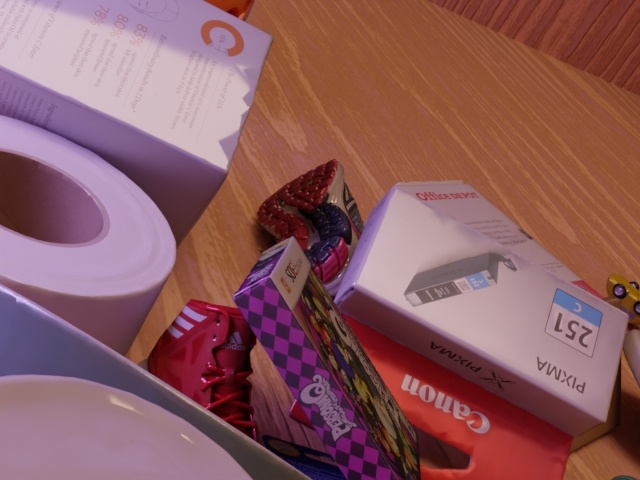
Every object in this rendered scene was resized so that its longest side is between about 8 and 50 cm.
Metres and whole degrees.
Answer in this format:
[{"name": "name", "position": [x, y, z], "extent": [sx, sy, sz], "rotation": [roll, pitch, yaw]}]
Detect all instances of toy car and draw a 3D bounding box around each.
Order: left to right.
[{"name": "toy car", "position": [0.559, 0.159, 1.704], "extent": [0.225, 0.053, 0.239], "rotation": [19, 27, -25]}]

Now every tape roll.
[{"name": "tape roll", "position": [-0.276, -0.002, 0.978], "extent": [0.286, 0.100, 0.286], "rotation": [26, 24, -13]}]

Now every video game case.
[{"name": "video game case", "position": [0.013, 0.115, 0.944], "extent": [0.232, 0.042, 0.210], "rotation": [58, 8, -5]}]

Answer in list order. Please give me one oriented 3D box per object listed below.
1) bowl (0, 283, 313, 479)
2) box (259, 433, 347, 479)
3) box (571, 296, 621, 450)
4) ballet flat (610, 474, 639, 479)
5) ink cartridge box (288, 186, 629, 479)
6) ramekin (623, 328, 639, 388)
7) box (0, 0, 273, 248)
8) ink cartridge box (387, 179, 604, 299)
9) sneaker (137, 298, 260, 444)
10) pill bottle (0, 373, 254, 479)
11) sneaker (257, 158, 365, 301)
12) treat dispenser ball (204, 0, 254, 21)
[{"name": "bowl", "position": [-0.127, 0.167, 0.648], "extent": [0.312, 0.163, 0.311], "rotation": [30, -15, 9]}, {"name": "box", "position": [0.026, 0.239, 0.895], "extent": [0.136, 0.036, 0.225], "rotation": [21, 12, -21]}, {"name": "box", "position": [0.311, 0.159, 1.301], "extent": [0.021, 0.164, 0.201], "rotation": [2, 5, 35]}, {"name": "ballet flat", "position": [0.369, 0.328, 1.149], "extent": [0.070, 0.070, 0.188], "rotation": [9, 34, -41]}, {"name": "ink cartridge box", "position": [0.150, 0.122, 1.110], "extent": [0.296, 0.066, 0.261], "rotation": [28, 57, -6]}, {"name": "ramekin", "position": [0.480, 0.186, 1.388], "extent": [0.207, 0.109, 0.207], "rotation": [49, 19, -24]}, {"name": "box", "position": [-0.255, -0.176, 1.170], "extent": [0.345, 0.168, 0.215], "rotation": [25, 51, -14]}, {"name": "ink cartridge box", "position": [0.214, 0.052, 1.425], "extent": [0.283, 0.117, 0.207], "rotation": [43, 27, 26]}, {"name": "sneaker", "position": [-0.085, 0.131, 0.902], "extent": [0.087, 0.128, 0.221], "rotation": [8, 31, -40]}, {"name": "pill bottle", "position": [-0.143, 0.216, 0.445], "extent": [0.169, 0.301, 0.169], "rotation": [25, 25, -12]}, {"name": "sneaker", "position": [0.000, 0.000, 1.311], "extent": [0.112, 0.121, 0.299], "rotation": [53, 13, -25]}, {"name": "treat dispenser ball", "position": [-0.230, -0.393, 1.570], "extent": [0.288, 0.288, 0.288], "rotation": [25, 24, -12]}]
